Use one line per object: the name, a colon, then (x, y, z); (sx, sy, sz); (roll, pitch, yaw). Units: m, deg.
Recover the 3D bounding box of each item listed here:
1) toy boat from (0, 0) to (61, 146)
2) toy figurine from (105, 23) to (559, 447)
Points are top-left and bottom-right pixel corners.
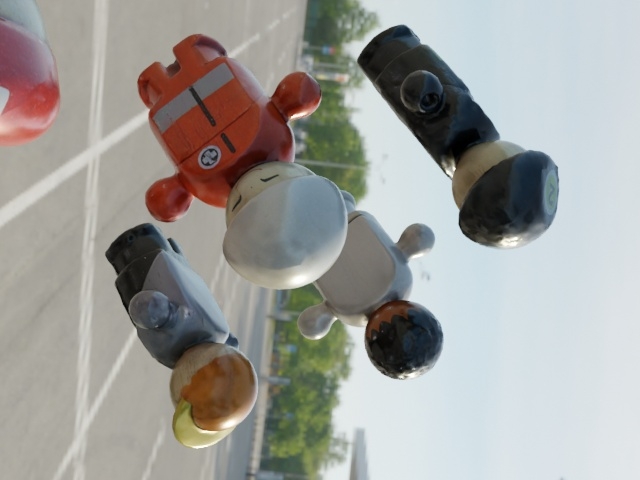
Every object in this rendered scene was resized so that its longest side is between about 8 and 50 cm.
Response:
toy boat: (-0.200, -0.019, 0.360); (0.151, 0.231, 0.151); (12, 60, -62)
toy figurine: (0.000, 0.000, 0.544); (0.148, 0.213, 0.209); (55, -41, 32)
